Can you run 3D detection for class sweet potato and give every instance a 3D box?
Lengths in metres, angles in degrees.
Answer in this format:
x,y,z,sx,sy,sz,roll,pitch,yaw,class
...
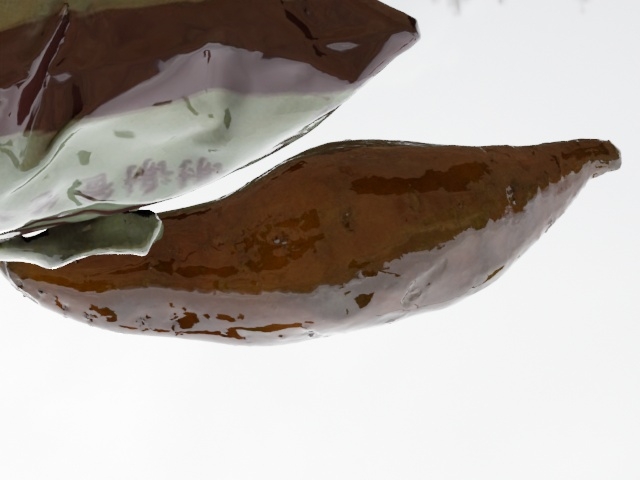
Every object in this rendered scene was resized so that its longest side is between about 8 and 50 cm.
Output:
x,y,z,sx,sy,sz,roll,pitch,yaw,class
0.005,0.000,0.904,0.359,0.112,0.112,-15,-150,-10,sweet potato

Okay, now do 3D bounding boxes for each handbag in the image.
x,y,z,sx,sy,sz,roll,pitch,yaw,class
-0.096,-0.054,0.596,0.213,0.127,0.235,-14,-174,-12,handbag
